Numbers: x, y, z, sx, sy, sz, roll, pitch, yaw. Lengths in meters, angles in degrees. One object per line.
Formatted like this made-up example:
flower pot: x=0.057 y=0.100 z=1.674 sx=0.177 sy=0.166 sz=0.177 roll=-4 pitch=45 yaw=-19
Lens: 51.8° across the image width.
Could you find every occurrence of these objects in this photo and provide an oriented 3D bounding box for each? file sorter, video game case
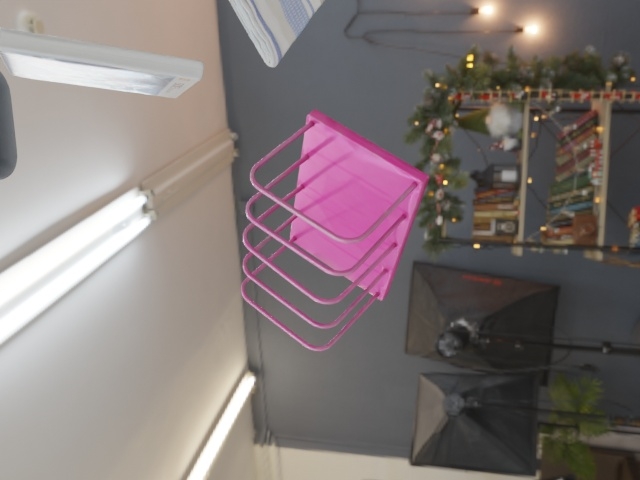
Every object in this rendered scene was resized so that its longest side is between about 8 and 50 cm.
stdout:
file sorter: x=0.000 y=0.000 z=0.998 sx=0.182 sy=0.202 sz=0.291 roll=-44 pitch=-22 yaw=-34
video game case: x=-0.248 y=-0.194 z=0.745 sx=0.183 sy=0.201 sz=0.023 roll=-167 pitch=82 yaw=-69

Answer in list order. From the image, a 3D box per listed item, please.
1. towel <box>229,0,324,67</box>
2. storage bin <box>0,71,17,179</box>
towel: x=-0.054 y=-0.456 z=1.101 sx=0.285 sy=0.034 sz=0.209 roll=-58 pitch=-40 yaw=-25
storage bin: x=-0.290 y=-0.084 z=0.435 sx=0.135 sy=0.091 sz=0.098 roll=-14 pitch=-81 yaw=-71
